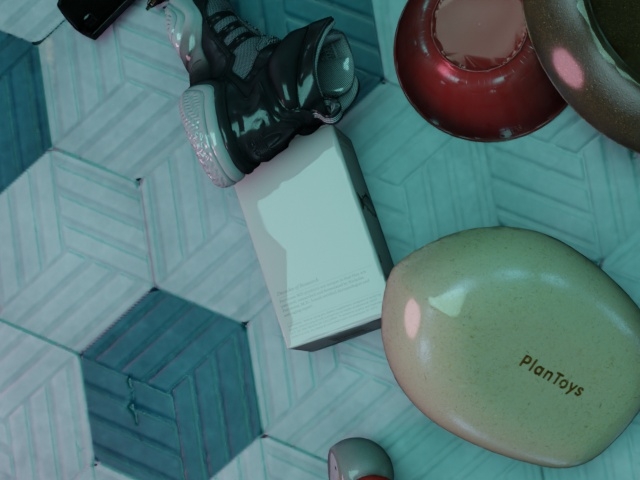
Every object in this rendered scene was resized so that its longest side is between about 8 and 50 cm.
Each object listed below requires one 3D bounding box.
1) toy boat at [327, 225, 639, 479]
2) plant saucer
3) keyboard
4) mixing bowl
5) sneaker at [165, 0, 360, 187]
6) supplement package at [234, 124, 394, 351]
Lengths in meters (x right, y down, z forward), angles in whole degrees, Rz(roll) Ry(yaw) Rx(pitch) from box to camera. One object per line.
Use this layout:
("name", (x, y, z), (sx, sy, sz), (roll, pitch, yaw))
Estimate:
("toy boat", (0.120, 0.130, 1.392), (0.267, 0.148, 0.318), (36, 100, -25))
("plant saucer", (0.330, -0.221, 1.392), (0.311, 0.050, 0.310), (1, 80, -7))
("keyboard", (-0.163, -0.265, 1.561), (0.192, 0.038, 0.100), (-45, 55, 6))
("mixing bowl", (0.148, -0.185, 1.449), (0.181, 0.098, 0.181), (-1, 83, 12))
("sneaker", (-0.049, -0.163, 1.443), (0.153, 0.101, 0.268), (-20, 42, 8))
("supplement package", (0.000, 0.000, 1.458), (0.105, 0.105, 0.179), (-20, 82, 9))
